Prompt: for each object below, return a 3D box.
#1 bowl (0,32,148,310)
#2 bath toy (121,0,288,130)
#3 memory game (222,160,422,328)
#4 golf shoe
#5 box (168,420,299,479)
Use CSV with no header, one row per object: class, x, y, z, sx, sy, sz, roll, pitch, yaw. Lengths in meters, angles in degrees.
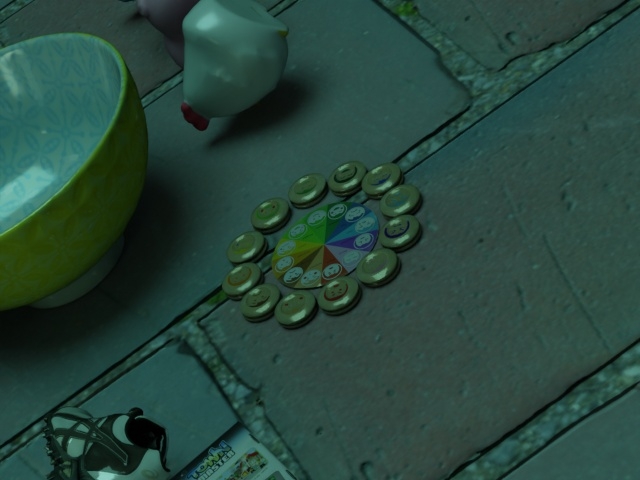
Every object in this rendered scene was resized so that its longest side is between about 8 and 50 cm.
bowl,-0.260,-0.032,1.578,0.289,0.156,0.289,-20,39,17
bath toy,-0.131,-0.219,1.725,0.129,0.151,0.348,-64,36,20
memory game,0.000,0.000,1.480,0.186,0.012,0.186,-19,39,16
golf shoe,-0.156,0.164,1.338,0.094,0.077,0.198,-28,18,-5
box,-0.103,0.231,1.275,0.207,0.036,0.114,-40,38,-10
